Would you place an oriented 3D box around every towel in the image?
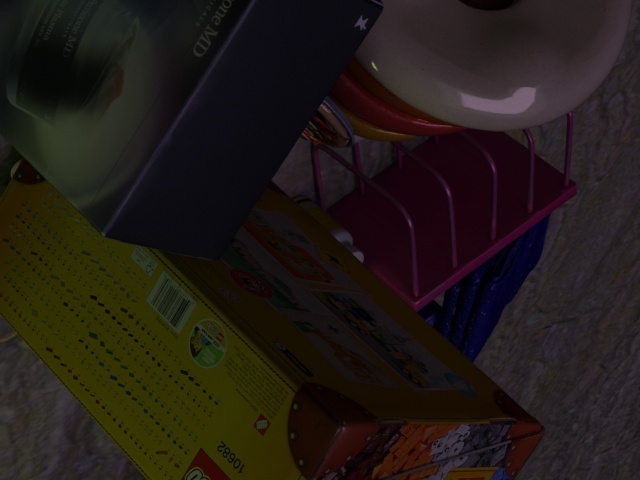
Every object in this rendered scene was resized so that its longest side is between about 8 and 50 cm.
[{"bbox_3d":[0.263,0.044,2.446,0.308,0.076,0.227,-51,154,-47],"label":"towel"}]

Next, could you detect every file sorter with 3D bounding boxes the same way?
[{"bbox_3d":[0.158,-0.097,2.150,0.291,0.202,0.182,-35,144,-22],"label":"file sorter"}]

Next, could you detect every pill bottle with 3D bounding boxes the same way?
[{"bbox_3d":[0.000,0.000,2.135,0.065,0.116,0.065,-33,146,-26],"label":"pill bottle"}]

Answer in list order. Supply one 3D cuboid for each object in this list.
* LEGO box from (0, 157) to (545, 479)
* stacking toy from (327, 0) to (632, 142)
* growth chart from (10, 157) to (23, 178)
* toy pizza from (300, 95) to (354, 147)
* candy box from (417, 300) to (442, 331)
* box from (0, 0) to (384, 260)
[{"bbox_3d":[-0.072,0.113,1.751,0.372,0.500,0.193,9,118,-53],"label":"LEGO box"},{"bbox_3d":[0.077,-0.224,1.813,0.351,0.350,0.480,-31,179,-27],"label":"stacking toy"},{"bbox_3d":[-0.254,-0.061,1.836,0.172,0.021,0.237,-33,146,-23],"label":"growth chart"},{"bbox_3d":[-0.050,-0.157,1.806,0.032,0.201,0.201,-53,151,-9],"label":"toy pizza"},{"bbox_3d":[0.042,0.234,2.454,0.268,0.122,0.317,-33,146,-27],"label":"candy box"},{"bbox_3d":[-0.155,-0.189,1.544,0.296,0.294,0.183,-57,149,13],"label":"box"}]
